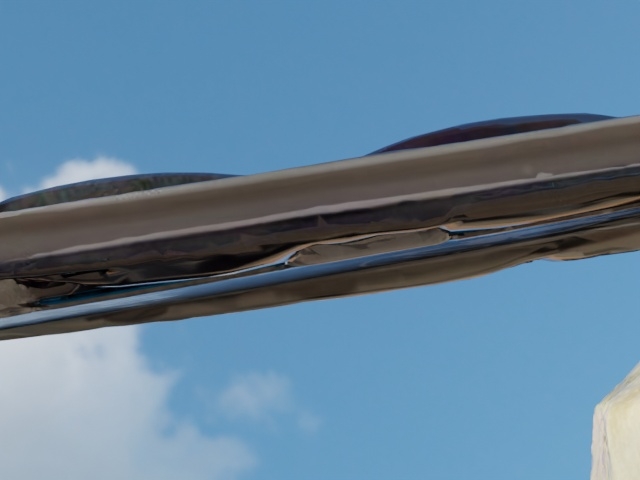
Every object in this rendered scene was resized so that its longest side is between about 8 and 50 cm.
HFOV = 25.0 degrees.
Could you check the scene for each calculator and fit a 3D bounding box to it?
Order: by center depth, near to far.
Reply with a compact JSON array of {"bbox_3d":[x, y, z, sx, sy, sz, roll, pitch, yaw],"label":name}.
[{"bbox_3d":[0.000,-0.001,0.385,0.274,0.028,0.166,-9,-5,-4],"label":"calculator"}]

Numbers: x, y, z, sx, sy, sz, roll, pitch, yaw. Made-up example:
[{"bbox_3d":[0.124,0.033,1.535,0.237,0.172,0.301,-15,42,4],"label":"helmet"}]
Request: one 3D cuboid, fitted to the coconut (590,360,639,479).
[{"bbox_3d":[0.339,0.201,0.872,0.416,0.415,0.344,-7,-48,-23],"label":"coconut"}]
